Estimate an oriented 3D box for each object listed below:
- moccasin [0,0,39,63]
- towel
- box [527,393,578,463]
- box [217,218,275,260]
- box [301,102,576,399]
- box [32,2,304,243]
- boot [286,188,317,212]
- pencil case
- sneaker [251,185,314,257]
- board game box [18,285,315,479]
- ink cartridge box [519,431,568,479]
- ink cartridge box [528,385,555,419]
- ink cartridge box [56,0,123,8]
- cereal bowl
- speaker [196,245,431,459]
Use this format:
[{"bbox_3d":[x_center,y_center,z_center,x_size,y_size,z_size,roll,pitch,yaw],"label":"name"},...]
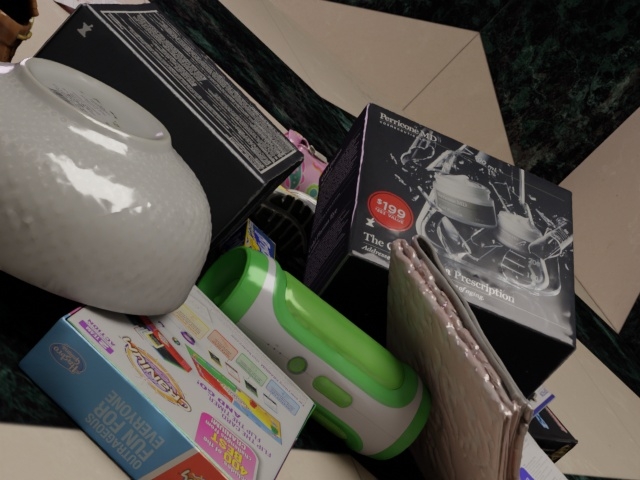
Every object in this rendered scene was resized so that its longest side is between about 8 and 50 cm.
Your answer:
[{"bbox_3d":[-0.403,-0.302,1.665,0.139,0.147,0.380,40,14,-19],"label":"moccasin"},{"bbox_3d":[0.160,0.205,1.654,0.332,0.053,0.317,-119,-159,-47],"label":"towel"},{"bbox_3d":[0.263,0.232,2.226,0.295,0.073,0.293,53,16,27],"label":"box"},{"bbox_3d":[-0.097,0.033,1.766,0.054,0.059,0.169,44,14,-15],"label":"box"},{"bbox_3d":[0.165,0.023,1.910,0.343,0.179,0.313,22,43,-14],"label":"box"},{"bbox_3d":[-0.201,-0.130,1.675,0.296,0.183,0.294,45,12,0],"label":"box"},{"bbox_3d":[0.000,0.000,2.127,0.190,0.069,0.086,44,10,-10],"label":"boot"},{"bbox_3d":[0.013,-0.061,2.241,0.284,0.124,0.124,40,14,-25],"label":"pencil case"},{"bbox_3d":[-0.073,-0.058,2.064,0.208,0.081,0.094,42,12,-11],"label":"sneaker"},{"bbox_3d":[-0.133,0.141,1.326,0.242,0.064,0.316,45,13,0],"label":"board game box"},{"bbox_3d":[0.313,0.375,1.937,0.208,0.045,0.206,51,23,9],"label":"ink cartridge box"},{"bbox_3d":[0.195,0.149,2.033,0.333,0.065,0.165,46,20,13],"label":"ink cartridge box"},{"bbox_3d":[-0.359,-0.363,2.249,0.179,0.045,0.145,20,22,-18],"label":"ink cartridge box"},{"bbox_3d":[-0.245,-0.076,1.324,0.339,0.141,0.339,30,14,-8],"label":"cereal bowl"},{"bbox_3d":[-0.010,0.133,1.587,0.296,0.131,0.131,39,15,-24],"label":"speaker"}]
